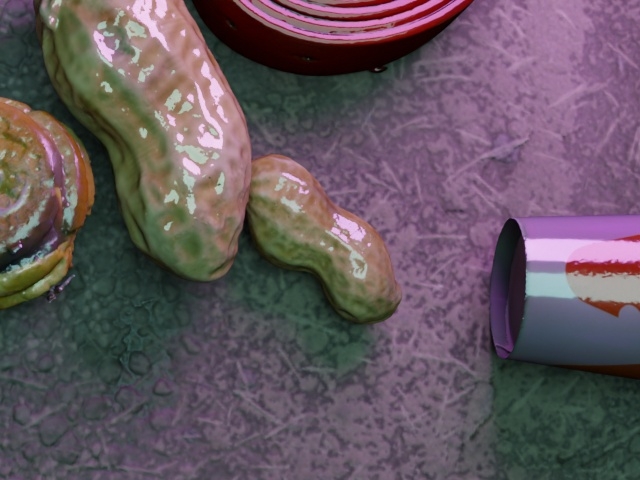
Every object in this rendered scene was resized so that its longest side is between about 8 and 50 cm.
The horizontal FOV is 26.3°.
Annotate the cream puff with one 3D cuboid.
[{"bbox_3d":[-0.278,-0.029,1.171,0.189,0.129,0.189,0,76,-1],"label":"cream puff"}]

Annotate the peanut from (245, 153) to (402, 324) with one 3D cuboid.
[{"bbox_3d":[-0.002,0.002,1.258,0.193,0.089,0.089,41,73,-3],"label":"peanut"}]

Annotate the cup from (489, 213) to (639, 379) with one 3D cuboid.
[{"bbox_3d":[0.314,0.055,1.280,0.288,0.203,0.203,5,79,-6],"label":"cup"}]

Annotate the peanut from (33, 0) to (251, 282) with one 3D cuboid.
[{"bbox_3d":[-0.152,-0.116,1.208,0.140,0.153,0.325,-25,83,25],"label":"peanut"}]

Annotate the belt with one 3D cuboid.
[{"bbox_3d":[0.037,-0.280,1.304,0.324,0.115,0.227,-14,85,-14],"label":"belt"}]
